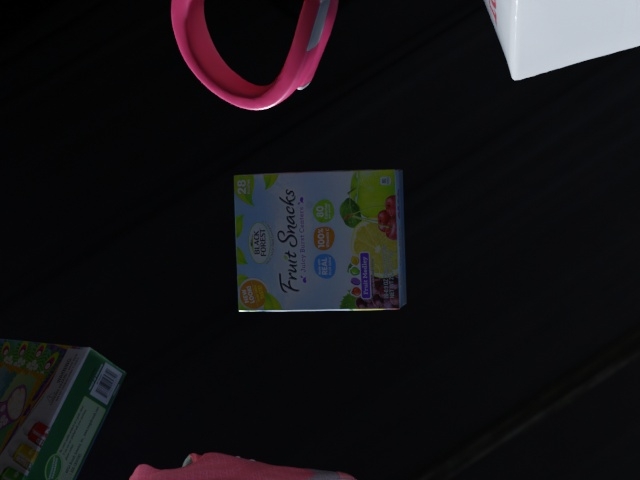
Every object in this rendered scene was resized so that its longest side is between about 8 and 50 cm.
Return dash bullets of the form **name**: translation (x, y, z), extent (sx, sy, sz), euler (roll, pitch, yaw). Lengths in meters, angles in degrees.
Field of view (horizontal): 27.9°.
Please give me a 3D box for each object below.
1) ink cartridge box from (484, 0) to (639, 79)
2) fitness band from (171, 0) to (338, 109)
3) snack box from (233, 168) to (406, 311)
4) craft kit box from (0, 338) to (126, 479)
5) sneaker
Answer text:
- **ink cartridge box**: translation (0.139, -0.349, 0.837), extent (0.285, 0.166, 0.394), euler (70, -177, -68)
- **fitness band**: translation (-0.083, -0.295, 1.586), extent (0.209, 0.054, 0.290), euler (37, 135, 14)
- **snack box**: translation (0.000, 0.000, 1.613), extent (0.070, 0.207, 0.174), euler (-12, -80, -77)
- **craft kit box**: translation (-0.319, 0.208, 1.175), extent (0.247, 0.249, 0.061), euler (-2, 146, 46)
- **sneaker**: translation (-0.067, 0.251, 1.274), extent (0.136, 0.116, 0.314), euler (41, -163, 30)
